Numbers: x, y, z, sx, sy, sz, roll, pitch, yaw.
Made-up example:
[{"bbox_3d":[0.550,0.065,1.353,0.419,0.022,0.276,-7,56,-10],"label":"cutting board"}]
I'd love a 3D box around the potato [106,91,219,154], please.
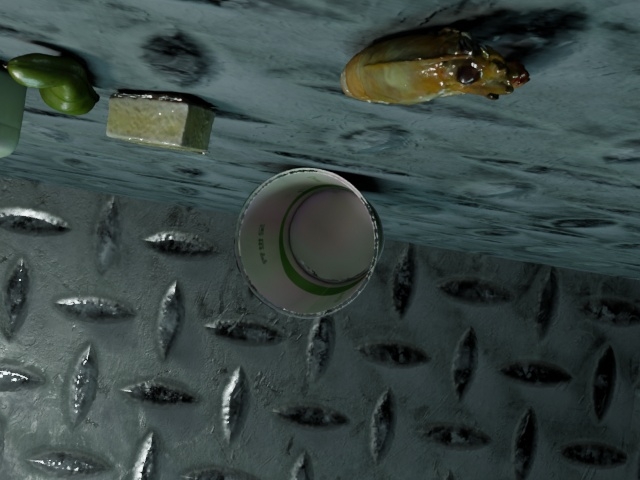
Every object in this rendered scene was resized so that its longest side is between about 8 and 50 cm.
[{"bbox_3d":[-0.192,-0.142,1.095,0.122,0.061,0.086,8,179,23],"label":"potato"}]

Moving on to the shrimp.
[{"bbox_3d":[0.098,-0.121,0.690,0.133,0.053,0.236,12,179,-20],"label":"shrimp"}]

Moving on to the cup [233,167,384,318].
[{"bbox_3d":[0.000,0.000,1.648,0.253,0.253,0.274,8,-176,12],"label":"cup"}]

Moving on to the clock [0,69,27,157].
[{"bbox_3d":[-0.528,-0.171,1.052,0.324,0.108,0.265,7,178,38],"label":"clock"}]

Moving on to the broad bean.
[{"bbox_3d":[-0.277,-0.165,0.988,0.070,0.048,0.213,5,177,2],"label":"broad bean"}]
